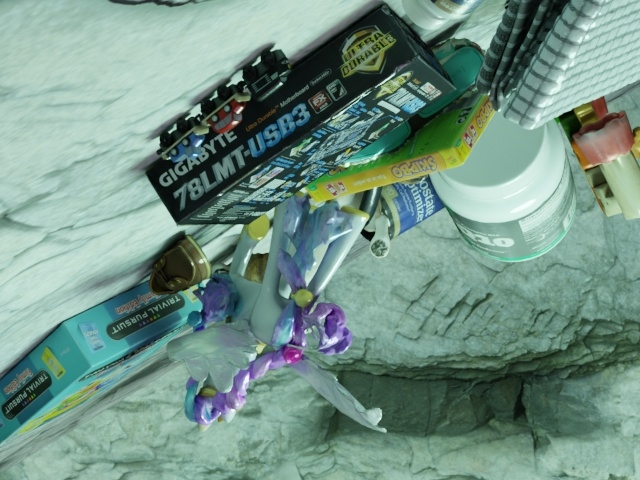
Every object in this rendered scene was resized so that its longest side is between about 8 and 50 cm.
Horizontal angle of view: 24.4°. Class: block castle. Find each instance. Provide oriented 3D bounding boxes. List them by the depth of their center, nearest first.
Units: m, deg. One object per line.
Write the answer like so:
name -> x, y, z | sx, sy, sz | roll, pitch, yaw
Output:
block castle -> 0.533, -0.215, 2.350 | 0.303, 0.213, 0.453 | -27, -171, 10

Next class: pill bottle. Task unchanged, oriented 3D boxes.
pill bottle -> 0.124, -0.239, 1.316 | 0.067, 0.067, 0.120 | -28, 173, -40
pill bottle -> 0.273, -0.106, 2.241 | 0.204, 0.204, 0.361 | -33, 159, 3
pill bottle -> 0.154, -0.094, 2.460 | 0.219, 0.123, 0.123 | -31, 174, -24

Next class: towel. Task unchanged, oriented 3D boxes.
towel -> 0.291, -0.256, 1.514 | 0.283, 0.121, 0.235 | -27, 153, -37

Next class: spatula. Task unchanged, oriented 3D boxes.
spatula -> 0.097, -0.116, 1.968 | 0.084, 0.030, 0.296 | -35, 160, -40

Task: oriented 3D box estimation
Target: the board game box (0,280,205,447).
board game box -> -0.346, 0.177, 2.211 | 0.254, 0.079, 0.336 | -28, 172, -46

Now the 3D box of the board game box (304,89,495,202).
board game box -> 0.089, -0.114, 1.815 | 0.259, 0.039, 0.124 | -10, -147, 41

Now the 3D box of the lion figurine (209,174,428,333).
lion figurine -> 0.000, 0.000, 2.307 | 0.392, 0.142, 0.240 | -40, -163, 6

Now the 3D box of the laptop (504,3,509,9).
laptop -> 0.319, -0.357, 1.674 | 0.234, 0.136, 0.264 | -33, 149, -1

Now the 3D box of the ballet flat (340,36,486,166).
ballet flat -> 0.093, -0.162, 1.767 | 0.241, 0.091, 0.077 | -29, -164, -5

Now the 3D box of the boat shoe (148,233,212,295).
boat shoe -> -0.191, 0.041, 1.986 | 0.060, 0.064, 0.178 | -33, 177, -21

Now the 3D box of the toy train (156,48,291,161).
toy train -> -0.087, -0.117, 1.341 | 0.158, 0.036, 0.027 | -35, 174, 24

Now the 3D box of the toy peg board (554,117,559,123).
toy peg board -> 0.404, -0.240, 2.665 | 0.160, 0.079, 0.161 | -39, 176, -40

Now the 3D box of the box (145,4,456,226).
box -> -0.010, -0.120, 1.567 | 0.293, 0.073, 0.295 | -35, 174, 11

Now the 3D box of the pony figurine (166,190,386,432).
pony figurine -> -0.061, 0.113, 2.019 | 0.363, 0.303, 0.351 | -69, -160, -5
